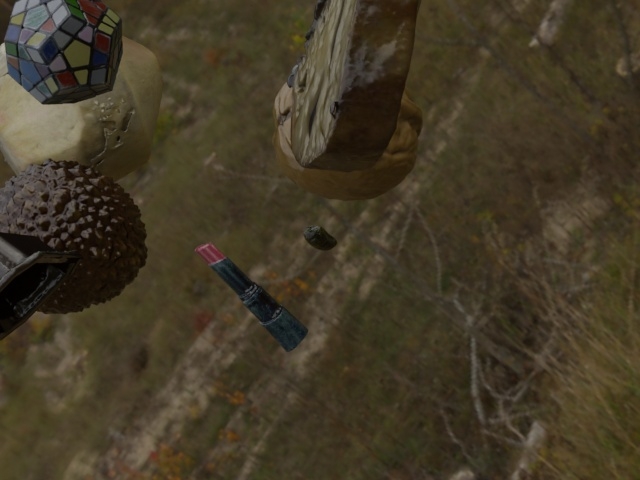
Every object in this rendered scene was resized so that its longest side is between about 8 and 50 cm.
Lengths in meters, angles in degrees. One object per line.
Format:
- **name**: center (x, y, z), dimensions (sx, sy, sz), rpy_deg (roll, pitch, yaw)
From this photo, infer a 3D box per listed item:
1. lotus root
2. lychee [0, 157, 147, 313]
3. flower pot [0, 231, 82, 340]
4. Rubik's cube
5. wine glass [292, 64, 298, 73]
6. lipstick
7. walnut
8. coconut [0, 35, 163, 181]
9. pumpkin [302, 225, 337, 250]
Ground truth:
- **lotus root**: center (0.028, -0.146, 0.829), dimensions (0.260, 0.074, 0.170), rpy_deg (128, 148, -67)
- **lychee**: center (-0.420, -0.013, 1.561), dimensions (0.267, 0.267, 0.267), rpy_deg (-39, 26, 23)
- **flower pot**: center (-0.442, 0.056, 1.310), dimensions (0.179, 0.084, 0.251), rpy_deg (-46, -2, 0)
- **Rubik's cube**: center (-0.229, -0.174, 0.853), dimensions (0.111, 0.093, 0.111), rpy_deg (-16, 2, 0)
- **wine glass**: center (0.025, -0.408, 2.160), dimensions (0.198, 0.066, 0.066), rpy_deg (-19, 38, 37)
- **lipstick**: center (-0.121, 0.090, 1.595), dimensions (0.053, 0.234, 0.053), rpy_deg (-44, 10, 9)
- **walnut**: center (0.038, -0.150, 1.294), dimensions (0.213, 0.213, 0.213), rpy_deg (-39, 26, 23)
- **coconut**: center (-0.458, -0.257, 1.814), dimensions (0.353, 0.352, 0.352), rpy_deg (-39, 26, 23)
- **pumpkin**: center (-0.001, 0.001, 1.923), dimensions (0.050, 0.083, 0.028), rpy_deg (-24, 48, 39)
